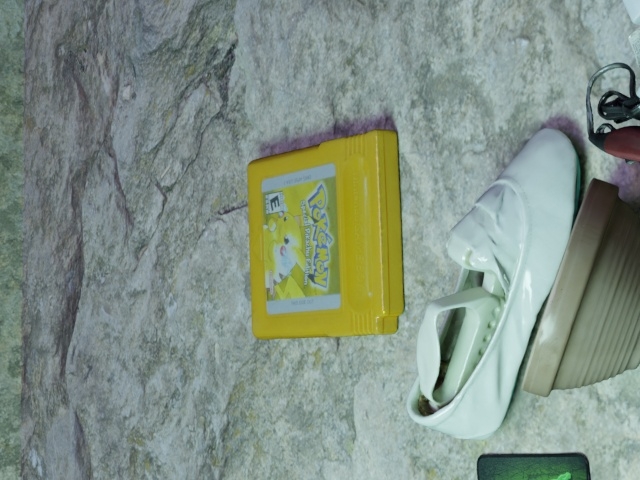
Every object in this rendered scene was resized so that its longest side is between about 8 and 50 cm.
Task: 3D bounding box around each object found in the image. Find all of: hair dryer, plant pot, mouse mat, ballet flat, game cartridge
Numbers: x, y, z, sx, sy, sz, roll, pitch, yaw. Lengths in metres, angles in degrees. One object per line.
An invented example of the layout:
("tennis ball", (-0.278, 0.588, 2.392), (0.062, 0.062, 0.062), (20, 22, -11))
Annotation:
("hair dryer", (0.336, -0.088, 1.190), (0.223, 0.080, 0.293), (105, 166, -61))
("plant pot", (0.299, 0.062, 1.306), (0.110, 0.237, 0.237), (18, 107, 13))
("mouse mat", (0.256, 0.332, 1.487), (0.190, 0.007, 0.152), (-14, 77, 52))
("ballet flat", (0.196, 0.058, 1.470), (0.139, 0.139, 0.400), (35, 116, 49))
("game cartridge", (0.000, 0.000, 1.816), (0.324, 0.053, 0.285), (-9, 81, 55))

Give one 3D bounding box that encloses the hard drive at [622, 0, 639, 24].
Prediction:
("hard drive", (0.360, -0.423, 1.340), (0.210, 0.040, 0.318), (-43, 55, 45))
